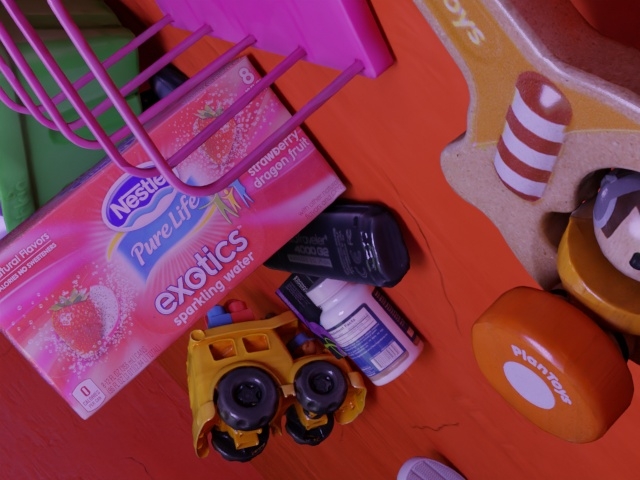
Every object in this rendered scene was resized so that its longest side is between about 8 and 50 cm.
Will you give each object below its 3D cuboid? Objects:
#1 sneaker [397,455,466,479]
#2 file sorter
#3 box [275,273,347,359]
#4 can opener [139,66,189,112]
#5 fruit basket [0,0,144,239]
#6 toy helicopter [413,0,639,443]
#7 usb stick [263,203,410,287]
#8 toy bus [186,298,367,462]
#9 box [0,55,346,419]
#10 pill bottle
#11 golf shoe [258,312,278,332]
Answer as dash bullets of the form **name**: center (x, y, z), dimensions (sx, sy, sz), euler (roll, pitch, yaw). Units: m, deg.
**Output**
- **sneaker**: center (0.173, 0.376, 1.302), dimensions (0.258, 0.094, 0.091), euler (52, 157, -16)
- **file sorter**: center (-0.138, -0.173, 0.700), dimensions (0.291, 0.182, 0.202), euler (26, 152, 49)
- **box**: center (0.007, 0.079, 1.159), dimensions (0.116, 0.029, 0.162), euler (47, 161, 2)
- **can opener**: center (-0.116, -0.094, 1.022), dimensions (0.186, 0.059, 0.073), euler (46, 162, 6)
- **fruit basket**: center (-0.380, -0.084, 1.020), dimensions (0.283, 0.392, 0.392), euler (48, 167, 40)
- **toy helicopter**: center (0.105, -0.073, 0.437), dimensions (0.355, 0.140, 0.235), euler (52, 160, -7)
- **usb stick**: center (0.000, 0.000, 0.969), dimensions (0.278, 0.045, 0.077), euler (5, 112, 65)
- **toy bus**: center (-0.072, 0.162, 1.319), dimensions (0.149, 0.220, 0.211), euler (104, 153, -56)
- **box**: center (-0.149, -0.008, 0.883), dimensions (0.154, 0.300, 0.142), euler (53, 164, -13)
- **pill bottle**: center (0.042, 0.082, 1.019), dimensions (0.120, 0.067, 0.067), euler (49, 162, -5)
- **golf shoe**: center (-0.081, 0.163, 1.491), dimensions (0.086, 0.069, 0.176), euler (43, 164, -5)
